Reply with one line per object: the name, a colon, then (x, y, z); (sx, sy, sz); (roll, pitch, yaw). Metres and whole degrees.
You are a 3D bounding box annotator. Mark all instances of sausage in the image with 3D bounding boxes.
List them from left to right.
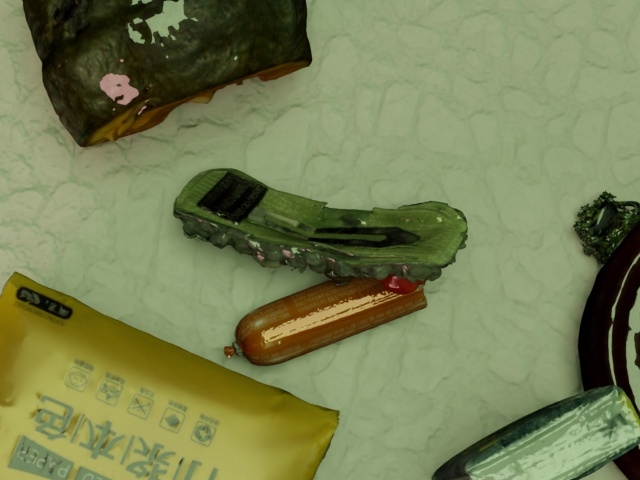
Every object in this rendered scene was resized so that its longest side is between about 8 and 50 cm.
sausage: (0.001, 0.084, 1.946); (0.234, 0.071, 0.071); (-20, 83, -8)

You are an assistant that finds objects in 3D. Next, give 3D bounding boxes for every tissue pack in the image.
tissue pack: (-0.207, 0.244, 1.819); (0.382, 0.228, 0.293); (24, 78, -3)
tissue pack: (0.227, 0.230, 1.850); (0.185, 0.257, 0.081); (-27, 82, -8)

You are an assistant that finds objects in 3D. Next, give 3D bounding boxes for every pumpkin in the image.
pumpkin: (-0.167, -0.251, 1.894); (0.303, 0.256, 0.225); (-24, 87, 6)

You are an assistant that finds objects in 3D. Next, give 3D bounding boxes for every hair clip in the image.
hair clip: (-0.001, 0.001, 1.914); (0.321, 0.091, 0.138); (12, 36, 19)

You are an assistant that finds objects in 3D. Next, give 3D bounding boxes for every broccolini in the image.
broccolini: (0.411, -0.048, 2.035); (0.254, 0.071, 0.057); (-22, 42, -15)

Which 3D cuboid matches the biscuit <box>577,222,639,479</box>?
biscuit: (0.495, 0.130, 1.964); (0.407, 0.091, 0.407); (1, 85, -7)
